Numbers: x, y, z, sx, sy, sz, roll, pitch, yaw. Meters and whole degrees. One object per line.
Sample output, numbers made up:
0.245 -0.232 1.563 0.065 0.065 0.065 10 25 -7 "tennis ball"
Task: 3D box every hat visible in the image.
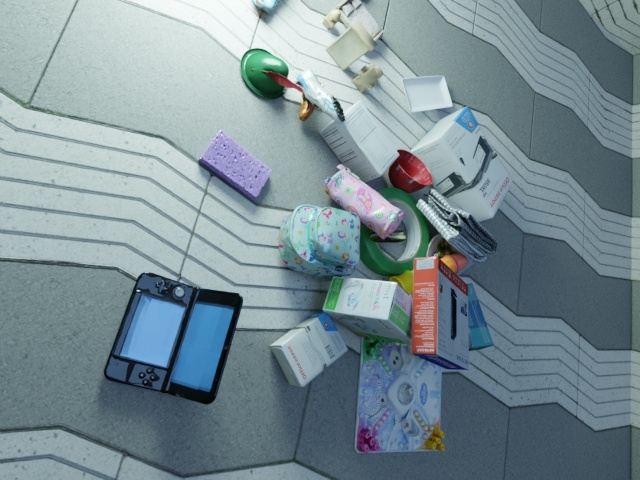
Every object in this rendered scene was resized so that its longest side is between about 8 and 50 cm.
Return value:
-0.132 -0.567 1.544 0.208 0.183 0.173 43 61 -19 "hat"

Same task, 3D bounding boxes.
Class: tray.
0.446 -0.618 2.025 0.270 0.030 0.145 -17 90 -34 "tray"

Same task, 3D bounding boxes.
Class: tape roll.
0.261 -0.031 1.767 0.321 0.077 0.322 6 78 -31 "tape roll"

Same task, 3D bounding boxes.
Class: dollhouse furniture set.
0.200 -0.801 1.813 0.303 0.173 0.356 47 60 -18 "dollhouse furniture set"

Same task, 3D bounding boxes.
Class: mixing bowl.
0.324 -0.248 1.818 0.181 0.098 0.182 25 40 -23 "mixing bowl"

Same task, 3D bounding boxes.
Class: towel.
0.511 -0.061 1.781 0.121 0.235 0.283 -47 133 15 "towel"

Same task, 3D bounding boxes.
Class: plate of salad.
0.474 0.071 1.847 0.199 0.048 0.200 -4 96 -43 "plate of salad"

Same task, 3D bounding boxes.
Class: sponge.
-0.261 -0.234 1.491 0.210 0.031 0.117 37 63 -22 "sponge"

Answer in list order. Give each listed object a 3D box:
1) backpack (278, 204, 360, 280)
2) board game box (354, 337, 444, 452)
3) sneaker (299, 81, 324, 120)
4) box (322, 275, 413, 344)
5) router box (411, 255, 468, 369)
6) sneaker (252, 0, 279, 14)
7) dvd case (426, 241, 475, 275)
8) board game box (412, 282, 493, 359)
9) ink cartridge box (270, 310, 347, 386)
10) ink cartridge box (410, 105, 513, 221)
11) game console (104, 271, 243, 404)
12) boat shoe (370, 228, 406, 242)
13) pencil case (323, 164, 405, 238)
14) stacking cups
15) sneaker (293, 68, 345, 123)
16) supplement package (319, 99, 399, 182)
0.000 0.000 1.531 0.253 0.191 0.225 14 65 -22 "backpack"
0.301 0.545 1.700 0.389 0.050 0.391 14 74 -31 "board game box"
-0.045 -0.489 1.673 0.067 0.064 0.175 22 64 -5 "sneaker"
0.179 0.223 1.522 0.262 0.231 0.127 44 58 -48 "box"
0.398 0.248 1.565 0.335 0.082 0.302 33 57 -52 "router box"
-0.153 -0.894 1.628 0.104 0.125 0.262 28 67 -26 "sneaker"
0.528 0.061 1.952 0.238 0.029 0.180 -27 96 -34 "dvd case"
0.477 0.297 1.809 0.335 0.079 0.254 2 64 -33 "board game box"
-0.036 0.336 1.497 0.203 0.085 0.148 -31 98 -33 "ink cartridge box"
0.590 -0.299 1.966 0.395 0.166 0.285 53 53 -14 "ink cartridge box"
-0.377 0.245 1.241 0.250 0.173 0.293 24 68 -28 "game console"
0.233 -0.022 1.673 0.152 0.056 0.049 6 67 -36 "boat shoe"
0.146 -0.131 1.612 0.284 0.124 0.124 41 57 16 "pencil case"
0.393 0.120 1.732 0.316 0.096 0.096 -21 93 -28 "stacking cups"
-0.001 -0.469 1.596 0.237 0.086 0.085 54 18 18 "sneaker"
0.139 -0.346 1.710 0.244 0.133 0.139 51 59 -15 "supplement package"
